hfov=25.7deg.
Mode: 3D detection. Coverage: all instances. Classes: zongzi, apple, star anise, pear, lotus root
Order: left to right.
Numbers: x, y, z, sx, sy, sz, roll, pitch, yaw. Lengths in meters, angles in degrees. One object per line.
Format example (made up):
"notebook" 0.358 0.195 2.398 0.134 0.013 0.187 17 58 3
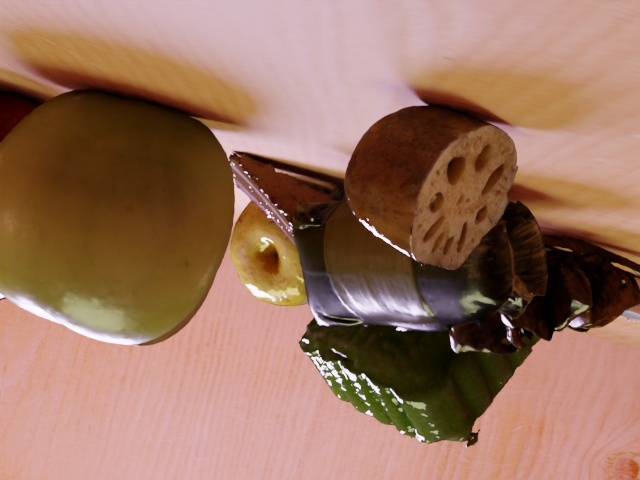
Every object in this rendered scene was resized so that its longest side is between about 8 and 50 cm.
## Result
"apple" -0.220 -0.022 1.492 0.292 0.254 0.292 16 173 2
"pear" -0.031 0.005 1.877 0.178 0.178 0.178 15 176 1
"lotus root" 0.083 -0.046 1.036 0.081 0.112 0.122 36 -168 34
"zongzi" 0.171 0.004 1.500 0.317 0.154 0.289 -14 -168 -43
"star anise" 0.252 0.061 1.622 0.220 0.125 0.190 -12 167 -46

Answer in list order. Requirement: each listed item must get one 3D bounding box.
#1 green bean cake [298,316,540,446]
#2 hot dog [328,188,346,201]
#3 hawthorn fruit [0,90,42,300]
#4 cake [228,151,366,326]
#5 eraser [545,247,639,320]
"green bean cake" 0.133 0.111 1.814 0.247 0.250 0.156 22 151 43
"hot dog" 0.089 -0.022 1.757 0.192 0.053 0.099 14 172 13
"hawthorn fruit" -0.402 -0.065 1.769 0.265 0.265 0.307 15 -162 13
"cake" 0.000 0.000 1.706 0.295 0.113 0.116 37 166 9
"eraser" 0.362 0.060 1.866 0.225 0.052 0.095 17 174 -28
